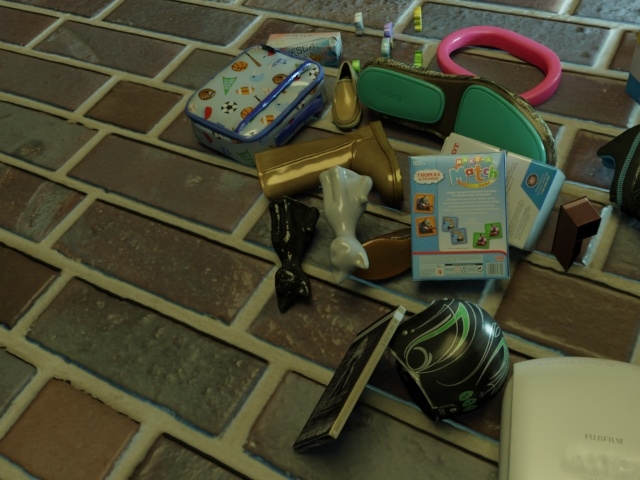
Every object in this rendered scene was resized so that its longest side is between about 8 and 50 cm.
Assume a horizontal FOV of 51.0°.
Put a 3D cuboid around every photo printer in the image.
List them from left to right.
[{"bbox_3d":[0.365,0.295,0.877,0.255,0.107,0.308,4,51,15],"label":"photo printer"}]

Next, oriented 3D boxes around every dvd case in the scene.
[{"bbox_3d":[0.042,0.207,0.996,0.018,0.164,0.221,35,60,-3],"label":"dvd case"}]

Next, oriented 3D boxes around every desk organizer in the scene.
[{"bbox_3d":[0.422,-0.008,1.111,0.047,0.130,0.050,-19,51,-4],"label":"desk organizer"}]

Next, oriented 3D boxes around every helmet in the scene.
[{"bbox_3d":[0.196,0.169,0.989,0.161,0.169,0.169,-32,51,-9],"label":"helmet"}]

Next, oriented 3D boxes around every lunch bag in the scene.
[{"bbox_3d":[-0.131,-0.312,1.503,0.243,0.115,0.303,26,60,27],"label":"lunch bag"}]

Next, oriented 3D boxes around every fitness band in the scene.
[{"bbox_3d":[0.392,-0.391,1.496,0.209,0.054,0.291,-35,53,-18],"label":"fitness band"}]

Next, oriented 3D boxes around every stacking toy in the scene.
[{"bbox_3d":[0.162,-0.486,1.627,0.166,0.052,0.221,-2,50,11],"label":"stacking toy"}]

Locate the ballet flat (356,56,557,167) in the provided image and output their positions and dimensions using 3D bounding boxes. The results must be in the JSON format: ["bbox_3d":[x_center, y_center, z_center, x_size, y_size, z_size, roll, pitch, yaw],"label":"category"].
[{"bbox_3d":[0.294,-0.269,1.362,0.482,0.164,0.182,32,37,34],"label":"ballet flat"}]

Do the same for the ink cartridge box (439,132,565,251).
[{"bbox_3d":[0.302,-0.086,1.188,0.203,0.086,0.148,26,100,29],"label":"ink cartridge box"}]

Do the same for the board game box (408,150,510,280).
[{"bbox_3d":[0.231,-0.039,1.128,0.160,0.039,0.212,-2,87,11],"label":"board game box"}]

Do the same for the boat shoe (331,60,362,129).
[{"bbox_3d":[0.053,-0.329,1.501,0.068,0.072,0.190,-7,49,6],"label":"boat shoe"}]

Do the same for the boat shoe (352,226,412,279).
[{"bbox_3d":[0.143,0.017,1.196,0.206,0.073,0.073,-14,11,-2],"label":"boat shoe"}]

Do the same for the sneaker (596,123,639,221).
[{"bbox_3d":[0.584,-0.059,1.153,0.139,0.125,0.341,-24,46,28],"label":"sneaker"}]

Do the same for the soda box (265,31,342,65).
[{"bbox_3d":[-0.041,-0.470,1.652,0.183,0.058,0.063,2,50,15],"label":"soda box"}]

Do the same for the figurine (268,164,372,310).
[{"bbox_3d":[0.000,0.000,1.181,0.214,0.092,0.210,-28,48,34],"label":"figurine"}]

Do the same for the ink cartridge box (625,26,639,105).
[{"bbox_3d":[0.722,-0.357,1.276,0.171,0.233,0.168,-17,48,-2],"label":"ink cartridge box"}]

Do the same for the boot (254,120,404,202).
[{"bbox_3d":[0.016,-0.126,1.334,0.269,0.089,0.236,-15,41,0],"label":"boot"}]
